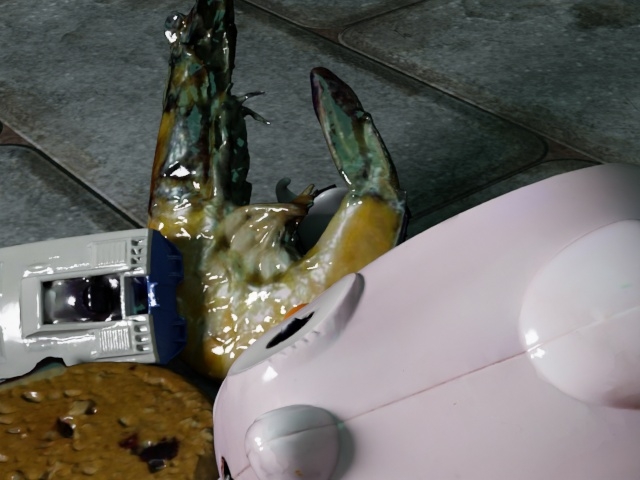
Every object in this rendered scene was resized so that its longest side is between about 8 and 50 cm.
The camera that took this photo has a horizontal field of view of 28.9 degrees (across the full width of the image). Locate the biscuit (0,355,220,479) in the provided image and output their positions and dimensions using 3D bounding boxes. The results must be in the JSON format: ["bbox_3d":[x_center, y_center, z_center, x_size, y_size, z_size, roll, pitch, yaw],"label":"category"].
[{"bbox_3d":[-0.205,0.197,0.983,0.296,0.075,0.296,-7,29,4],"label":"biscuit"}]

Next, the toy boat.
[{"bbox_3d":[-0.276,0.068,1.153,0.295,0.129,0.088,-7,-10,18],"label":"toy boat"}]

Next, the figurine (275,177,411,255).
[{"bbox_3d":[0.000,0.000,1.252,0.192,0.147,0.126,-16,48,14],"label":"figurine"}]

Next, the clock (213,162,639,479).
[{"bbox_3d":[0.119,0.128,0.850,0.377,0.368,0.250,-17,74,-18],"label":"clock"}]

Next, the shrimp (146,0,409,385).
[{"bbox_3d":[-0.057,-0.081,1.182,0.272,0.085,0.445,-18,68,23],"label":"shrimp"}]
